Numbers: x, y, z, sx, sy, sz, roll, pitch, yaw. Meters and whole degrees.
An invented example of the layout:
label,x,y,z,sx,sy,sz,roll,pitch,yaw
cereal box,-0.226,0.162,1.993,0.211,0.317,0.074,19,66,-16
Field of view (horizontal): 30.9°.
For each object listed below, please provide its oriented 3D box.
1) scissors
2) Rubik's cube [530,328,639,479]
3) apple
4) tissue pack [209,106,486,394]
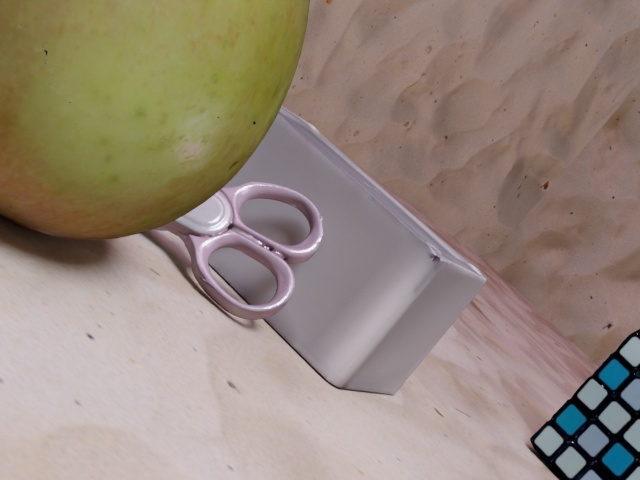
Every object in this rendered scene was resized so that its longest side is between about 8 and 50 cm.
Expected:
label,x,y,z,sx,sy,sz,roll,pitch,yaw
scissors,-0.117,-0.035,0.891,0.242,0.118,0.030,30,-34,2
Rubik's cube,0.381,0.234,1.284,0.184,0.187,0.182,47,11,37
apple,-0.154,-0.166,0.703,0.319,0.277,0.319,37,8,-6
tissue pack,0.000,0.000,1.007,0.246,0.136,0.159,42,8,24
